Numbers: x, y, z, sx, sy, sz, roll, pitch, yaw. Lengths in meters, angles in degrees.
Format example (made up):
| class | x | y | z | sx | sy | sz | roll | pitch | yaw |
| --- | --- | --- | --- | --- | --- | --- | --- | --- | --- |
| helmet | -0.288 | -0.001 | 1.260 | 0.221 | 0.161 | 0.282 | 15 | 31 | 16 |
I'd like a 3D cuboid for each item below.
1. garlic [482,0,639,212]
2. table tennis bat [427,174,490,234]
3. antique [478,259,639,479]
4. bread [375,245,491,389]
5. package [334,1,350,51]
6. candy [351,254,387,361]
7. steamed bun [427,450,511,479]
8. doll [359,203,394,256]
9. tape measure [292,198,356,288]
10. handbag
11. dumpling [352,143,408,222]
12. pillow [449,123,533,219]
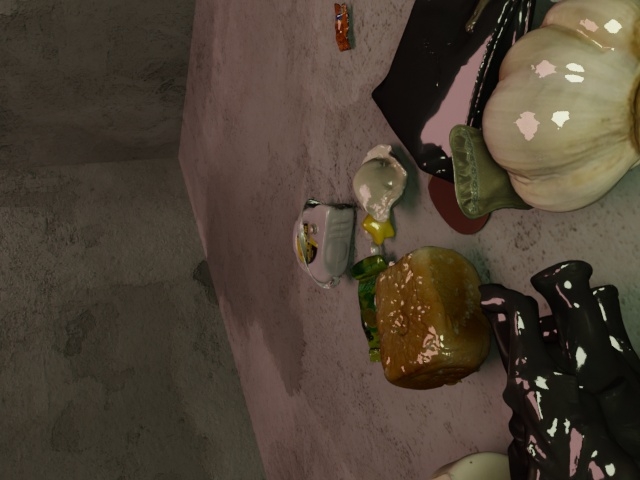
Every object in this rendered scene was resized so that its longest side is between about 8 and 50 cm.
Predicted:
| class | x | y | z | sx | sy | sz | roll | pitch | yaw |
| --- | --- | --- | --- | --- | --- | --- | --- | --- | --- |
| garlic | 0.295 | -0.177 | 0.706 | 0.203 | 0.185 | 0.280 | -149 | 55 | -63 |
| table tennis bat | 0.235 | -0.130 | 1.057 | 0.274 | 0.021 | 0.154 | 61 | 149 | 35 |
| antique | 0.310 | 0.182 | 0.678 | 0.185 | 0.322 | 0.255 | -22 | 59 | 33 |
| bread | 0.210 | 0.133 | 1.015 | 0.195 | 0.176 | 0.246 | -43 | 43 | 49 |
| package | 0.050 | -0.504 | 1.330 | 0.077 | 0.033 | 0.110 | 22 | 123 | 52 |
| candy | 0.139 | 0.162 | 1.307 | 0.149 | 0.069 | 0.246 | -29 | 66 | 59 |
| steamed bun | 0.297 | 0.480 | 0.937 | 0.146 | 0.164 | 0.241 | 117 | 137 | -55 |
| doll | 0.120 | -0.027 | 1.297 | 0.113 | 0.072 | 0.135 | -137 | 39 | -66 |
| tape measure | 0.000 | 0.000 | 1.496 | 0.197 | 0.120 | 0.236 | 30 | 120 | 53 |
| handbag | 0.213 | -0.292 | 0.905 | 0.342 | 0.152 | 0.287 | -110 | 29 | -48 |
| dumpling | 0.134 | -0.126 | 1.193 | 0.127 | 0.108 | 0.188 | -40 | 42 | 33 |
| pillow | 0.251 | -0.098 | 0.799 | 0.033 | 0.218 | 0.130 | -8 | 89 | 47 |
